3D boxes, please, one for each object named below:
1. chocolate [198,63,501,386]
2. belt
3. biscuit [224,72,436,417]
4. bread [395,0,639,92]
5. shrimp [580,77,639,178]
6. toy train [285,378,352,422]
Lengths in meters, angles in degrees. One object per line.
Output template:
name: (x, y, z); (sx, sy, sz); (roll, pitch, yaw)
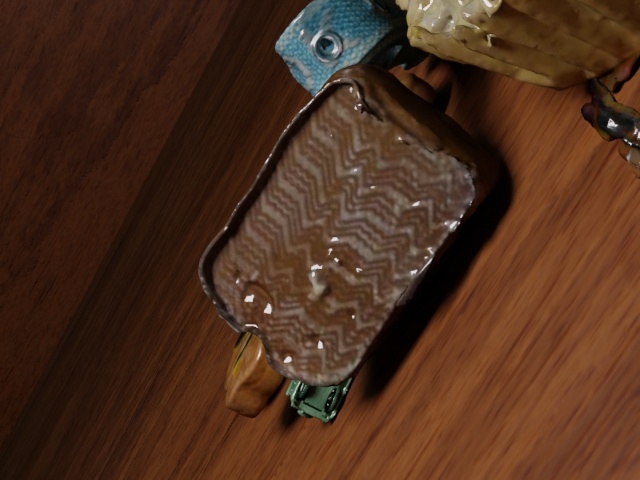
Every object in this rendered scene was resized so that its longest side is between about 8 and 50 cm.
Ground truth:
chocolate: (0.021, -0.008, 0.893); (0.214, 0.148, 0.093); (-54, -14, 23)
belt: (0.049, -0.178, 1.027); (0.087, 0.072, 0.302); (-49, -5, 25)
biscuit: (0.000, 0.000, 1.087); (0.334, 0.047, 0.202); (-59, 6, 2)
bread: (0.153, -0.225, 0.796); (0.274, 0.149, 0.274); (-49, 22, 28)
shrimp: (0.196, -0.024, 0.477); (0.117, 0.066, 0.262); (-46, 33, 11)
toy train: (0.006, 0.098, 0.978); (0.093, 0.038, 0.056); (-65, 8, -4)
